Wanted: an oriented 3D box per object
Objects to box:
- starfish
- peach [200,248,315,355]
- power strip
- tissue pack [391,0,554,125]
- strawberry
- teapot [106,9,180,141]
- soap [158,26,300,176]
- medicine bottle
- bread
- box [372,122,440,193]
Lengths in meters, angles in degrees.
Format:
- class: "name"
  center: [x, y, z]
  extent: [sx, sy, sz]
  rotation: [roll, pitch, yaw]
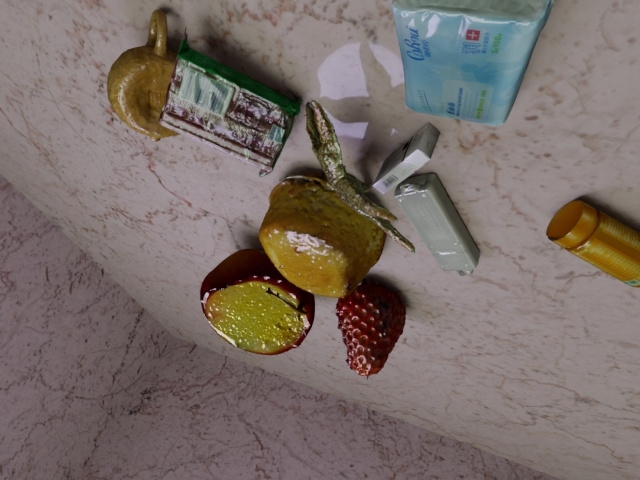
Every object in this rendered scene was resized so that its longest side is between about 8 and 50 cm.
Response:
- class: "starfish"
  center: [0.056, -0.126, 0.814]
  extent: [0.078, 0.357, 0.347]
  rotation: [-32, 118, 6]
- class: "peach"
  center: [-0.214, 0.201, 1.445]
  extent: [0.407, 0.310, 0.334]
  rotation: [23, 111, -11]
- class: "power strip"
  center: [0.288, -0.028, 0.977]
  extent: [0.098, 0.058, 0.338]
  rotation: [-8, 132, 43]
- class: "tissue pack"
  center: [0.206, -0.263, 0.584]
  extent: [0.177, 0.089, 0.263]
  rotation: [17, 174, 17]
- class: "strawberry"
  center: [0.163, 0.256, 1.281]
  extent: [0.253, 0.280, 0.150]
  rotation: [46, 142, -9]
- class: "teapot"
  center: [-0.380, -0.364, 0.936]
  extent: [0.167, 0.204, 0.311]
  rotation: [57, 142, 40]
- class: "soap"
  center: [-0.194, -0.278, 0.869]
  extent: [0.274, 0.098, 0.217]
  rotation: [21, 125, -16]
- class: "medicine bottle"
  center: [0.554, 0.008, 0.787]
  extent: [0.192, 0.096, 0.096]
  rotation: [29, 148, 0]
- class: "bread"
  center: [-0.001, -0.002, 1.101]
  extent: [0.338, 0.204, 0.358]
  rotation: [12, 143, 16]
- class: "box"
  center: [0.176, -0.166, 0.843]
  extent: [0.040, 0.083, 0.154]
  rotation: [37, 147, -10]
